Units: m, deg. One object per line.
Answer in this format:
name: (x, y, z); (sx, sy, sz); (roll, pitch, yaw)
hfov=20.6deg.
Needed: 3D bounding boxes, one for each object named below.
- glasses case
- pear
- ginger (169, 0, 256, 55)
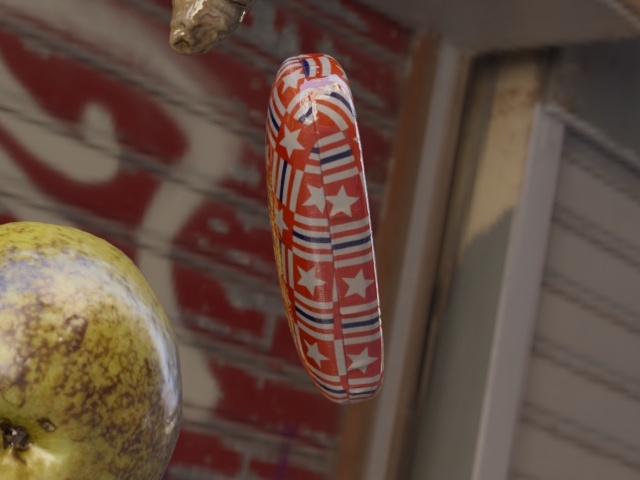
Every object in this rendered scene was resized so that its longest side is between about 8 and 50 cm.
glasses case: (0.000, 0.000, 0.928); (0.049, 0.194, 0.073); (-10, 27, -5)
pear: (-0.172, 0.085, 0.954); (0.197, 0.197, 0.197); (10, -14, 2)
ginger: (-0.016, -0.276, 1.413); (0.080, 0.333, 0.166); (42, -29, -10)
